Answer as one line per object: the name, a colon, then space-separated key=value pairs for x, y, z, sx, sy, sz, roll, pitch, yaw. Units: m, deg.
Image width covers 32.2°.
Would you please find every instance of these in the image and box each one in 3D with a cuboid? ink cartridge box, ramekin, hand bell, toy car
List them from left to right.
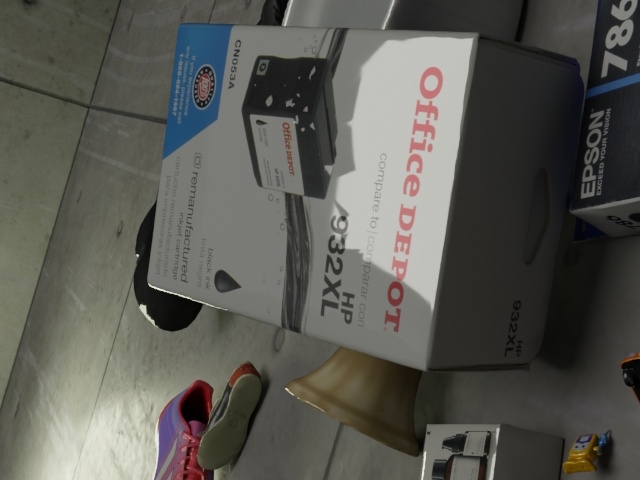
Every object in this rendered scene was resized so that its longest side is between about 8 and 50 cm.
ink cartridge box: x=0.020 y=-0.043 z=0.837 sx=0.307 sy=0.129 sz=0.223 roll=13 pitch=96 yaw=44
ramekin: x=0.071 y=-0.206 z=1.049 sx=0.277 sy=0.135 sz=0.277 roll=-46 pitch=35 yaw=48
hand bell: x=0.079 y=0.045 z=0.936 sx=0.242 sy=0.126 sz=0.126 roll=-63 pitch=22 yaw=-3
toy car: x=0.185 y=0.098 z=0.685 sx=0.122 sy=0.060 sz=0.040 roll=-37 pitch=10 yaw=46
ink cartridge box: x=0.243 y=-0.097 z=0.669 sx=0.333 sy=0.065 sz=0.165 roll=-18 pitch=60 yaw=65

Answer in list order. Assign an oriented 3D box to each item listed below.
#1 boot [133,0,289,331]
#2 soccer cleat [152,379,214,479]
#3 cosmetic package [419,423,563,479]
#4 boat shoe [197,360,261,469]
boot: x=-0.121 y=-0.051 z=1.351 sx=0.445 sy=0.146 sz=0.367 roll=-52 pitch=16 yaw=33
soccer cleat: x=-0.159 y=0.277 z=1.345 sx=0.095 sy=0.083 sz=0.248 roll=-56 pitch=25 yaw=27
cosmetic package: x=0.102 y=0.249 z=0.768 sx=0.099 sy=0.060 sz=0.239 roll=-22 pitch=55 yaw=64
boat shoe: x=-0.108 y=0.207 z=1.307 sx=0.137 sy=0.049 sz=0.043 roll=-65 pitch=21 yaw=14
